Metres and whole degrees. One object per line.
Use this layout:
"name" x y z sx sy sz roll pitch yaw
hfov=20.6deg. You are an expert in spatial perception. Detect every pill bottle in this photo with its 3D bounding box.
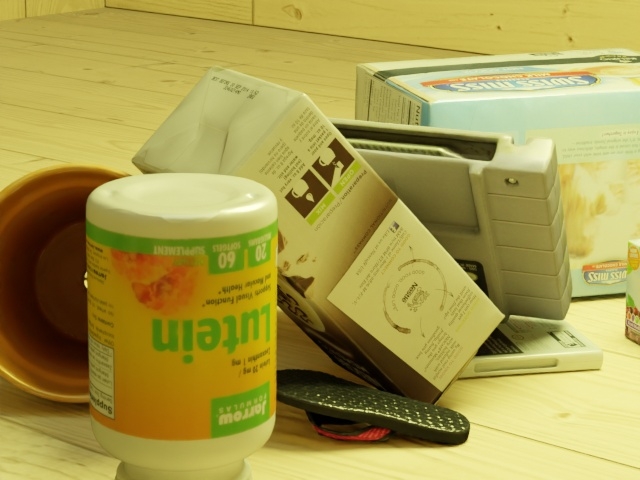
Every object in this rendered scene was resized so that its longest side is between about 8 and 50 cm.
"pill bottle" -0.099 0.083 1.274 0.136 0.246 0.136 1 15 0

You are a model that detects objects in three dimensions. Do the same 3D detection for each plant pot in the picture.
"plant pot" -0.210 0.037 1.587 0.205 0.205 0.188 0 0 -3

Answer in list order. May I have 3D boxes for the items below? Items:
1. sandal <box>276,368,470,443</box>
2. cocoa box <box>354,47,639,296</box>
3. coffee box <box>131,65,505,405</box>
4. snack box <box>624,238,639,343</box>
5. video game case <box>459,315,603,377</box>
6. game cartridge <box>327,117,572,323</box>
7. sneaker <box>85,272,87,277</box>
"sandal" 0.035 0.148 1.461 0.179 0.040 0.067 15 20 -2
"cocoa box" 0.231 -0.072 1.909 0.347 0.231 0.228 -4 17 -18
"coffee box" 0.000 0.000 1.511 0.119 0.297 0.168 -50 30 -10
"snack box" 0.341 0.062 1.664 0.037 0.100 0.141 -6 16 -23
"video game case" 0.157 0.091 1.701 0.173 0.022 0.190 -2 16 -14
"game cartridge" 0.054 -0.019 1.663 0.355 0.230 0.068 6 49 19
"sneaker" -0.235 0.003 1.917 0.170 0.071 0.068 -5 16 -24
